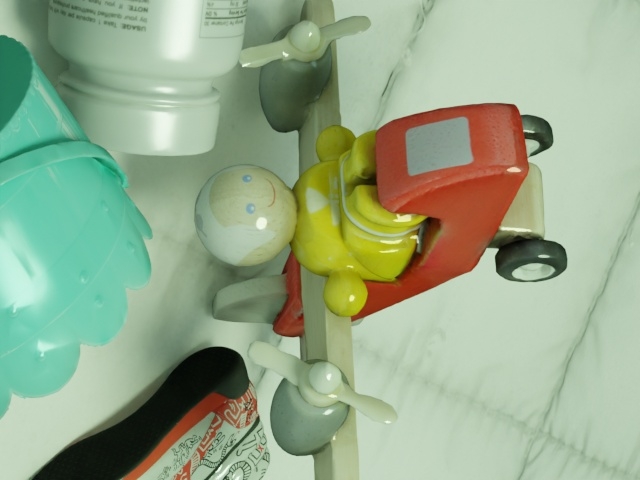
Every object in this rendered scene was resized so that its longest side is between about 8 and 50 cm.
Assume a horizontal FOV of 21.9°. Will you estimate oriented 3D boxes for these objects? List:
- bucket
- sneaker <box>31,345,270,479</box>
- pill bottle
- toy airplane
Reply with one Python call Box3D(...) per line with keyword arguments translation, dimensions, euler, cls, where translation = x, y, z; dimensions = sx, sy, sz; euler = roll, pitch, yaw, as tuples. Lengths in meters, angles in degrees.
Box3D(translation=(-0.278, -0.010, 1.210), dimensions=(0.281, 0.281, 0.183), euler=(-44, 129, -25), cls="bucket")
Box3D(translation=(-0.153, 0.230, 1.548), dimensions=(0.270, 0.090, 0.145), euler=(-39, 127, -32), cls="sneaker")
Box3D(translation=(-0.136, -0.220, 1.339), dimensions=(0.160, 0.160, 0.283), euler=(-5, 109, -44), cls="pill bottle")
Box3D(translation=(0.000, 0.000, 1.456), dimensions=(0.272, 0.386, 0.384), euler=(12, 108, -32), cls="toy airplane")
